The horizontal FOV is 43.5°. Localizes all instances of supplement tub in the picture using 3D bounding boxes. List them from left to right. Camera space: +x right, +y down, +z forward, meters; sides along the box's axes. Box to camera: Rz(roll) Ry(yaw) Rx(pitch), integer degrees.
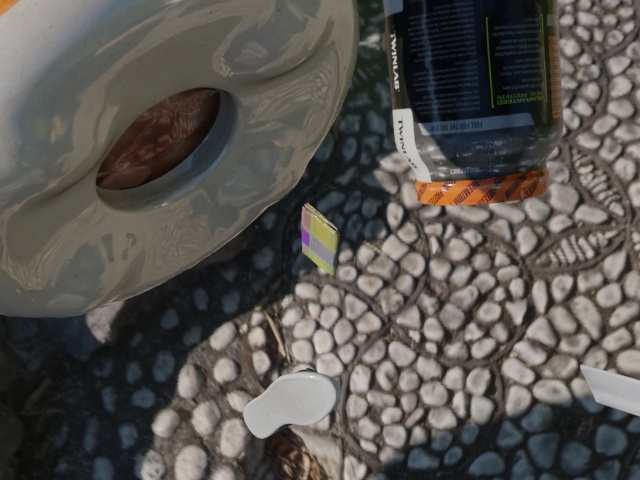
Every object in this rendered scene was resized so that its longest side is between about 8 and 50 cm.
[{"bbox_3d":[0.185,-0.220,0.976,0.207,0.207,0.338,-5,99,2],"label":"supplement tub"}]

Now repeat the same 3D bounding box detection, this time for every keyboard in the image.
[{"bbox_3d":[0.460,0.219,1.057,0.014,0.072,0.256,-39,27,-25],"label":"keyboard"}]

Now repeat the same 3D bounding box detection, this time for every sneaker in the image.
[{"bbox_3d":[-0.024,0.285,1.531,0.147,0.296,0.104,-28,84,-40],"label":"sneaker"}]

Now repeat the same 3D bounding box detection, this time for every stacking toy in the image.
[{"bbox_3d":[-0.233,-0.212,0.627,0.351,0.350,0.480,-37,71,-11],"label":"stacking toy"}]

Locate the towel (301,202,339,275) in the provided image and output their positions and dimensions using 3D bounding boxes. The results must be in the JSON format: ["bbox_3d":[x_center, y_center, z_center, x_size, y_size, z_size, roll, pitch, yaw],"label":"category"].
[{"bbox_3d":[0.000,0.000,0.943,0.009,0.083,0.060,-34,57,-28],"label":"towel"}]
